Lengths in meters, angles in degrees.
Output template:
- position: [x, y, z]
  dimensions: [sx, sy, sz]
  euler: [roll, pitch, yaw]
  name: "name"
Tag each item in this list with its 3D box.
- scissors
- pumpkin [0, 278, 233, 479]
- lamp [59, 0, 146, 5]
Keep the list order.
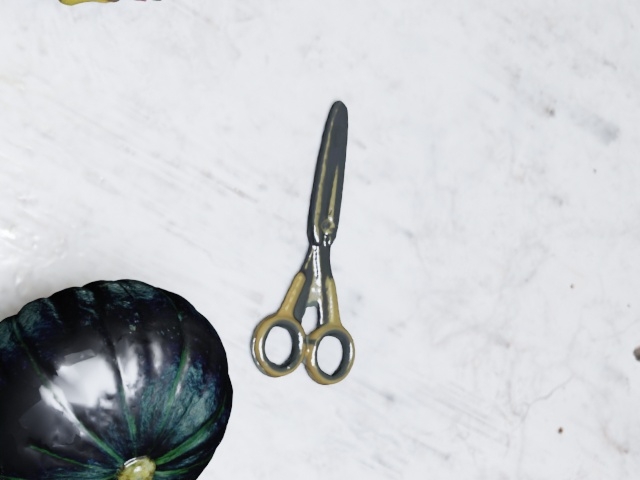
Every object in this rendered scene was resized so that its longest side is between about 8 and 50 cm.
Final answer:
- position: [0.000, 0.000, 1.226]
  dimensions: [0.088, 0.017, 0.220]
  euler: [12, 83, -26]
  name: "scissors"
- position: [-0.152, 0.113, 1.061]
  dimensions: [0.150, 0.194, 0.194]
  euler: [37, 68, 19]
  name: "pumpkin"
- position: [-0.183, -0.223, 1.085]
  dimensions: [0.253, 0.118, 0.118]
  euler: [-5, 91, -28]
  name: "lamp"
